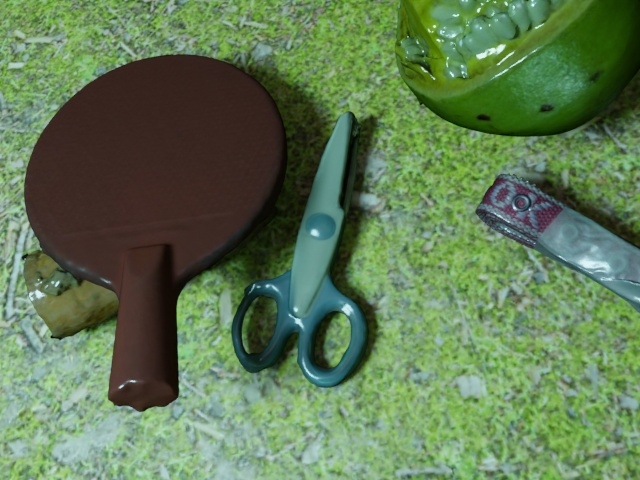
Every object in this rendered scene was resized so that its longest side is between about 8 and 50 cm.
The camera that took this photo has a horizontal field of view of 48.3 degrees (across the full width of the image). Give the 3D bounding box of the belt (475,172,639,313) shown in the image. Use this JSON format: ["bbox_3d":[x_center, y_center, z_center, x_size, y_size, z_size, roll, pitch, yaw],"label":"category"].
[{"bbox_3d":[0.252,0.012,0.657,0.232,0.071,0.053,34,85,25],"label":"belt"}]

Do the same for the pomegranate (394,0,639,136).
[{"bbox_3d":[0.213,-0.232,0.648,0.340,0.260,0.261,-19,62,38],"label":"pomegranate"}]

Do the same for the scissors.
[{"bbox_3d":[0.000,0.000,0.726,0.137,0.041,0.289,10,75,14],"label":"scissors"}]

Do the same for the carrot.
[{"bbox_3d":[-0.167,0.014,0.739,0.263,0.102,0.102,-20,66,-3],"label":"carrot"}]

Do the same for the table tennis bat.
[{"bbox_3d":[-0.161,-0.039,0.692,0.267,0.051,0.415,-8,54,1],"label":"table tennis bat"}]
